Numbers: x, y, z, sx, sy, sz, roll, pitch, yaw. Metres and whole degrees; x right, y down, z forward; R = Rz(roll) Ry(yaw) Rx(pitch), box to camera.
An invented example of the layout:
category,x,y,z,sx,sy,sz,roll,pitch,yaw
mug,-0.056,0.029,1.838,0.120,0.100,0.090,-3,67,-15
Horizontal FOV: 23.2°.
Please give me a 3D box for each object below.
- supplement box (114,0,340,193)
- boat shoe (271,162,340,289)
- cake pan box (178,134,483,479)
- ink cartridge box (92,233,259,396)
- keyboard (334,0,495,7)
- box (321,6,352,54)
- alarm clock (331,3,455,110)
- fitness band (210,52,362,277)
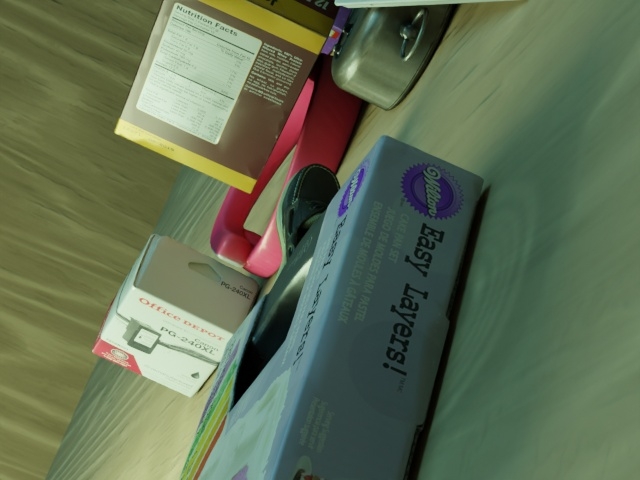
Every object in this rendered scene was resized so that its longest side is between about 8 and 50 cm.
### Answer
category,x,y,z,sx,sy,sz,roll,pitch,yaw
supplement box,-0.061,-0.187,1.303,0.194,0.129,0.191,120,173,-47
boat shoe,0.000,0.000,1.064,0.049,0.056,0.152,-50,26,41
cake pan box,-0.015,0.106,0.815,0.246,0.070,0.267,-50,17,51
ink cartridge box,-0.135,0.071,1.433,0.150,0.109,0.063,-51,15,55
keyboard,0.079,-0.187,1.020,0.256,0.014,0.072,16,82,65
box,0.003,-0.281,1.760,0.201,0.057,0.293,-68,10,-17
alarm clock,0.056,-0.162,1.145,0.129,0.064,0.192,-63,12,10
fitness band,-0.029,-0.071,1.422,0.209,0.054,0.291,-62,10,2
